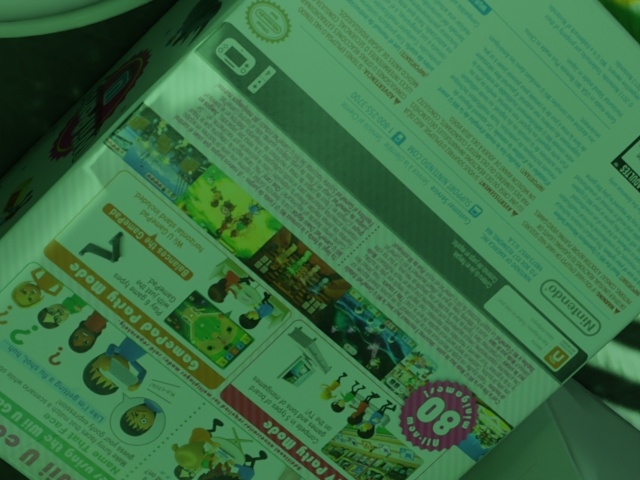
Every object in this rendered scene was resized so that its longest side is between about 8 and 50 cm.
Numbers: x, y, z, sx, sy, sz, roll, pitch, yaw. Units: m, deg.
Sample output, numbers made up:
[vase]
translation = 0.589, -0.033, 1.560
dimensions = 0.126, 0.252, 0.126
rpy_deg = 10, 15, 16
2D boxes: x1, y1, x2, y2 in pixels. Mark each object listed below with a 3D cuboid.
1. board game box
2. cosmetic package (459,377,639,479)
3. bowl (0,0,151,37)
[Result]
[board game box]
translation = 0.000, 0.000, 0.691
dimensions = 0.303, 0.097, 0.224
rpy_deg = -44, 112, 10
[cosmetic package]
translation = 0.174, 0.253, 0.781
dimensions = 0.385, 0.156, 0.217
rpy_deg = 35, 105, -18
[bowl]
translation = -0.131, -0.201, 0.584
dimensions = 0.298, 0.134, 0.297
rpy_deg = -2, 112, -6
